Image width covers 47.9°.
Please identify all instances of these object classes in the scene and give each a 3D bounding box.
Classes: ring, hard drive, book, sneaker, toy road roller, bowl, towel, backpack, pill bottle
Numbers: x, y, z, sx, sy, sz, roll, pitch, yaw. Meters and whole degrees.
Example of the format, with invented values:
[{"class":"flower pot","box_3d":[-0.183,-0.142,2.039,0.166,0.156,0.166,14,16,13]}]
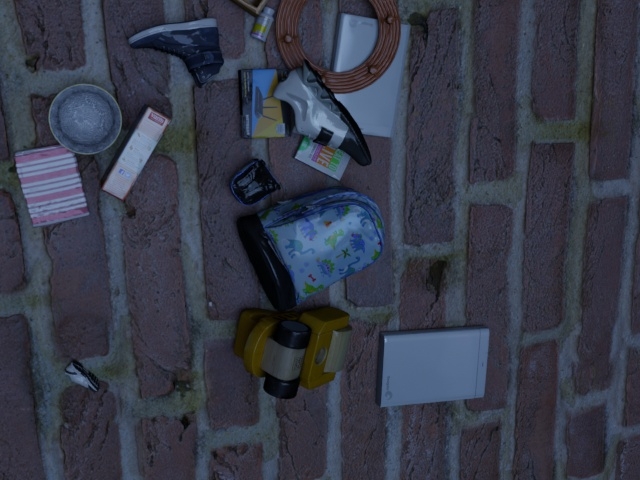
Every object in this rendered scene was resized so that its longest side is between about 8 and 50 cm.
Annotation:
[{"class":"ring","box_3d":[0.051,-0.555,1.891,0.337,0.032,0.336,-2,103,-8]},{"class":"hard drive","box_3d":[0.126,-0.448,1.975,0.203,0.040,0.307,5,102,-18]},{"class":"book","box_3d":[0.007,-0.240,1.994,0.144,0.035,0.096,25,90,-19]},{"class":"sneaker","box_3d":[-0.353,-0.457,1.798,0.226,0.086,0.163,-13,99,-13]},{"class":"toy road roller","box_3d":[-0.089,0.283,2.020,0.329,0.241,0.202,-4,112,-53]},{"class":"bowl","box_3d":[-0.578,-0.300,1.776,0.170,0.080,0.170,-4,103,-16]},{"class":"towel","box_3d":[-0.675,-0.139,1.815,0.144,0.029,0.197,-13,108,-14]},{"class":"hard drive","box_3d":[0.348,0.388,2.230,0.353,0.047,0.233,-1,103,-16]},{"class":"backpack","box_3d":[-0.185,-0.151,1.925,0.114,0.084,0.105,-38,110,-11]},{"class":"sneaker","box_3d":[-0.641,0.371,1.939,0.044,0.040,0.109,-37,107,12]},{"class":"pill bottle","box_3d":[-0.148,-0.560,1.864,0.043,0.043,0.083,21,96,-20]},{"class":"backpack","box_3d":[0.000,0.000,1.948,0.356,0.273,0.290,-26,103,-22]},{"class":"sneaker","box_3d":[0.004,-0.307,1.903,0.146,0.122,0.330,-35,112,16]}]

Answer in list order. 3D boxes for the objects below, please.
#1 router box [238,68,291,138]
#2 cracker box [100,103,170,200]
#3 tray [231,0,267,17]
[{"class":"router box","box_3d":[-0.147,-0.363,1.908,0.133,0.046,0.178,-5,104,-16]},{"class":"cracker box","box_3d":[-0.461,-0.222,1.788,0.067,0.156,0.232,29,93,-21]},{"class":"tray","box_3d":[-0.276,-0.752,1.757,0.411,0.076,0.203,31,92,-18]}]
